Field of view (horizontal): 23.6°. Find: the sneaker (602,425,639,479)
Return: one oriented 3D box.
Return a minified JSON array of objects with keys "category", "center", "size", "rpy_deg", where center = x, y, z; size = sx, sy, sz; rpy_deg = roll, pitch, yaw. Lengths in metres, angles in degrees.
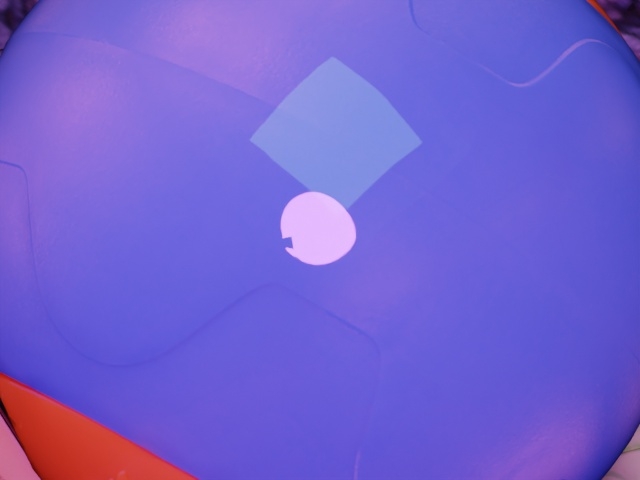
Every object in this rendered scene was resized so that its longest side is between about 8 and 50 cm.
[{"category":"sneaker","center":[0.361,0.074,0.670],"size":[0.483,0.185,0.202],"rpy_deg":[9,62,-2]}]

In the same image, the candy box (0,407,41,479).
[{"category":"candy box","center":[-0.270,0.149,0.611],"size":[0.316,0.087,0.183],"rpy_deg":[-29,67,-22]}]

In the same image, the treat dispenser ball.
[{"category":"treat dispenser ball","center":[0.000,0.000,0.613],"size":[0.288,0.288,0.288],"rpy_deg":[3,58,-4]}]

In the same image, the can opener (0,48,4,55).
[{"category":"can opener","center":[-0.144,-0.046,0.771],"size":[0.284,0.076,0.095],"rpy_deg":[3,90,-5]}]
